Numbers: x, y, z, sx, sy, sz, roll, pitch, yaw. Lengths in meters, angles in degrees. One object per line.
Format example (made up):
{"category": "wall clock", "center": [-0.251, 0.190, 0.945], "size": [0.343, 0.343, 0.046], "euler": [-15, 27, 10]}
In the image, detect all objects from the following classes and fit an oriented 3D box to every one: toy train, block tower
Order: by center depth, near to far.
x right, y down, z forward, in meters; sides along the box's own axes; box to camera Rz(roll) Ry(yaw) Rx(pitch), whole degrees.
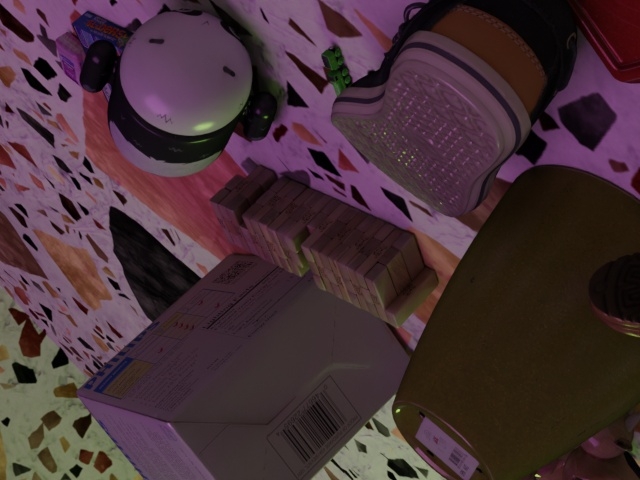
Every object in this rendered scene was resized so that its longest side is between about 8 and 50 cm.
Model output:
{"category": "toy train", "center": [0.021, -0.191, 1.721], "size": [0.017, 0.024, 0.083], "euler": [26, 150, 40]}
{"category": "block tower", "center": [0.000, 0.000, 2.000], "size": [0.335, 0.091, 0.097], "euler": [26, 152, 38]}

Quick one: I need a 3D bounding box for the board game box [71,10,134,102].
{"category": "board game box", "center": [-0.278, -0.231, 2.158], "size": [0.136, 0.035, 0.201], "euler": [29, 152, 35]}

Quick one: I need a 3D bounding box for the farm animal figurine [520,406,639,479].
{"category": "farm animal figurine", "center": [0.319, 0.280, 1.706], "size": [0.327, 0.172, 0.330], "euler": [46, -157, -37]}

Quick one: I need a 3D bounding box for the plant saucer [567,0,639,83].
{"category": "plant saucer", "center": [0.262, -0.236, 1.198], "size": [0.259, 0.048, 0.258], "euler": [52, 157, -15]}

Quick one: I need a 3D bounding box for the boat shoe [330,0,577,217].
{"category": "boat shoe", "center": [0.131, -0.142, 1.460], "size": [0.187, 0.156, 0.500], "euler": [39, 170, -1]}

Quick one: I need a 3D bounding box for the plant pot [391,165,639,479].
{"category": "plant pot", "center": [0.220, 0.118, 1.552], "size": [0.275, 0.293, 0.275], "euler": [37, 156, 20]}

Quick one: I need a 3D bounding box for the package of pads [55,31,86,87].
{"category": "package of pads", "center": [-0.375, -0.277, 2.252], "size": [0.050, 0.032, 0.083], "euler": [40, 157, 21]}

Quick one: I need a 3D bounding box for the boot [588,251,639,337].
{"category": "boot", "center": [0.393, 0.130, 1.451], "size": [0.236, 0.089, 0.269], "euler": [2, 140, 19]}

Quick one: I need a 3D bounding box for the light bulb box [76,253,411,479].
{"category": "light bulb box", "center": [-0.118, 0.214, 2.222], "size": [0.225, 0.358, 0.361], "euler": [55, 157, -19]}

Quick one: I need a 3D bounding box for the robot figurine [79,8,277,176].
{"category": "robot figurine", "center": [-0.183, -0.187, 1.897], "size": [0.173, 0.209, 0.278], "euler": [65, 161, 10]}
